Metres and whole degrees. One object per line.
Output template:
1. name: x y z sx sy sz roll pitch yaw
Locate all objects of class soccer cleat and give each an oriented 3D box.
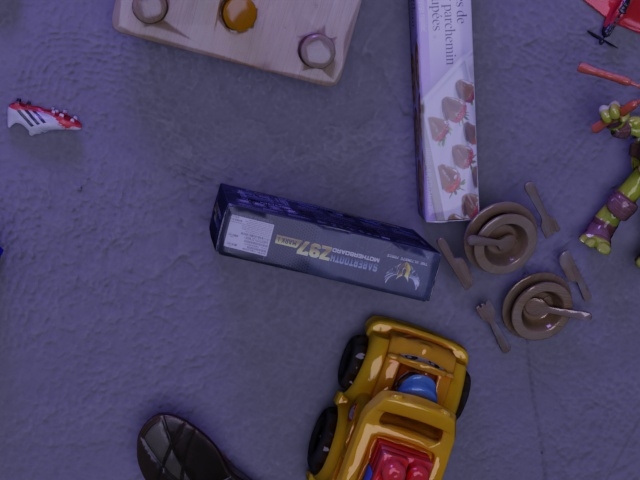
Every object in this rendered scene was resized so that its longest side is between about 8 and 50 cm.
1. soccer cleat: -0.303 -0.129 1.689 0.083 0.029 0.036 15 106 -5

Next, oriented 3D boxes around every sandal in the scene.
1. sandal: -0.124 0.269 1.757 0.219 0.060 0.090 37 100 -24

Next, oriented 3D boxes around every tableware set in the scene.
1. tableware set: 0.228 0.041 1.730 0.128 0.039 0.194 -33 121 0

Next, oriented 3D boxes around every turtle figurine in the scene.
1. turtle figurine: 0.370 -0.084 1.733 0.269 0.087 0.217 19 104 -17

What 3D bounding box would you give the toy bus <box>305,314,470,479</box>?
1. toy bus: 0.084 0.212 1.688 0.149 0.211 0.220 19 95 -7

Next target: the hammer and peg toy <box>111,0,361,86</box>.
1. hammer and peg toy: -0.064 -0.367 1.626 0.266 0.127 0.361 13 97 -6

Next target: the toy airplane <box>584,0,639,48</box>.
1. toy airplane: 0.353 -0.285 1.729 0.151 0.028 0.151 -1 98 -4

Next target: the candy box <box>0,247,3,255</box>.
1. candy box: -0.544 0.042 1.642 0.317 0.122 0.268 -45 101 1

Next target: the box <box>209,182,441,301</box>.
1. box: 0.000 0.000 1.659 0.232 0.183 0.059 14 98 -9

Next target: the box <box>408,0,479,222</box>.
1. box: 0.135 -0.182 1.705 0.063 0.067 0.324 -4 100 -6
